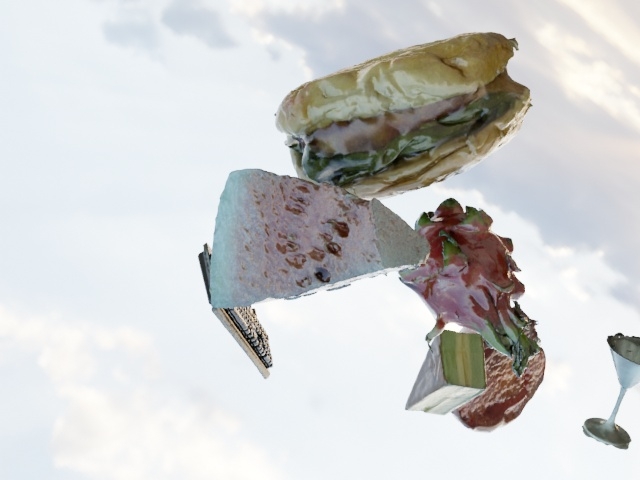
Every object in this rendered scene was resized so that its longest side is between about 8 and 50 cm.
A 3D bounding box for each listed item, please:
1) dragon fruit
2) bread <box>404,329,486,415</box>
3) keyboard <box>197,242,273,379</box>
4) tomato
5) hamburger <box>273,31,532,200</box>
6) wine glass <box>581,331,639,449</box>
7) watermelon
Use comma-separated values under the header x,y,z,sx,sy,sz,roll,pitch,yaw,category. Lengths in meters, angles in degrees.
x,y,z,sx,sy,sz,roll,pitch,yaw,category
0.177,0.063,1.435,0.135,0.137,0.236,4,-118,-56,dragon fruit
0.175,0.192,1.716,0.074,0.139,0.084,8,-117,-18,bread
-0.100,0.089,1.461,0.230,0.025,0.093,63,-169,-60,keyboard
0.350,0.276,2.641,0.309,0.309,0.170,17,-175,-44,tomato
0.062,-0.129,1.401,0.209,0.330,0.162,-31,-71,-47,hamburger
0.528,0.266,2.098,0.122,0.183,0.122,14,-159,-5,wine glass
0.000,0.000,1.262,0.241,0.154,0.094,2,-175,38,watermelon
